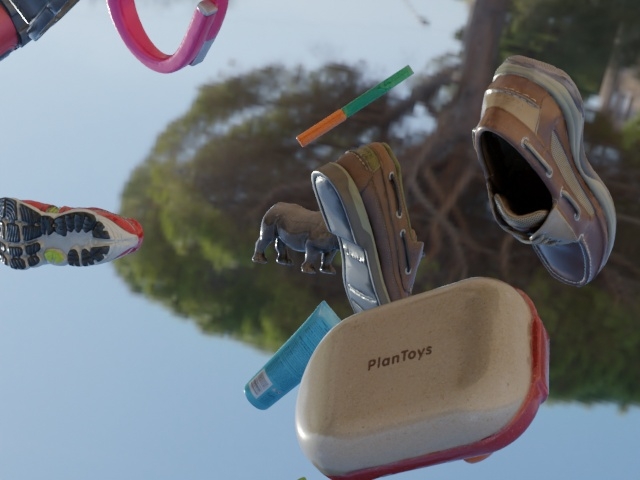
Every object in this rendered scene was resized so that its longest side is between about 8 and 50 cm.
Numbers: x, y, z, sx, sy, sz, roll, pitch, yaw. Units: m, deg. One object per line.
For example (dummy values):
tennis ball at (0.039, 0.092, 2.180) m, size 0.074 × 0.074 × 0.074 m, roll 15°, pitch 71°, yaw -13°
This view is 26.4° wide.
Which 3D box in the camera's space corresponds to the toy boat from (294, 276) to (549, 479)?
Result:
toy boat at (0.096, 0.135, 1.124) m, size 0.231 × 0.151 × 0.151 m, roll -18°, pitch -135°, yaw 31°

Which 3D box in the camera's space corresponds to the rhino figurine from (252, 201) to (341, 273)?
rhino figurine at (0.000, 0.000, 2.207) m, size 0.243 × 0.106 × 0.073 m, roll 10°, pitch -173°, yaw 34°

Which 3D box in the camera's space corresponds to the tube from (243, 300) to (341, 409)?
tube at (-0.035, 0.181, 2.064) m, size 0.080 × 0.207 × 0.052 m, roll 47°, pitch -150°, yaw 1°

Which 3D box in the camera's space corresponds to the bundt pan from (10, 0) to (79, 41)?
bundt pan at (-0.130, -0.297, 0.948) m, size 0.124 × 0.331 × 0.331 m, roll 45°, pitch -166°, yaw -13°

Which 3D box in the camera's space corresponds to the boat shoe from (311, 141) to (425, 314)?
boat shoe at (0.086, 0.021, 1.726) m, size 0.104 × 0.307 × 0.111 m, roll -30°, pitch -143°, yaw -19°

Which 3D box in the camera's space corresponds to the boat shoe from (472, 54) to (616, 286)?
boat shoe at (0.233, -0.053, 1.486) m, size 0.123 × 0.324 × 0.116 m, roll 16°, pitch -122°, yaw 39°

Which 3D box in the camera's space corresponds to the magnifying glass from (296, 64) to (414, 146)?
magnifying glass at (0.060, -0.232, 2.338) m, size 0.026 × 0.231 × 0.092 m, roll 55°, pitch 178°, yaw -4°

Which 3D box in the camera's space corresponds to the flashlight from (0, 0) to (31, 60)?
flashlight at (-0.427, -0.183, 1.419) m, size 0.304 × 0.103 × 0.103 m, roll -39°, pitch -129°, yaw -23°

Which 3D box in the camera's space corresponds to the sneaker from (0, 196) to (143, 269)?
sneaker at (-0.380, -0.007, 2.027) m, size 0.279 × 0.107 × 0.118 m, roll 9°, pitch -170°, yaw 34°

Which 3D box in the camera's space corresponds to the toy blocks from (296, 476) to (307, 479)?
toy blocks at (-0.040, 0.445, 1.367) m, size 0.261 × 0.190 × 0.381 m, roll -20°, pitch -119°, yaw -23°

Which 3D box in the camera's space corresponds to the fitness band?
fitness band at (-0.240, -0.379, 2.076) m, size 0.054 × 0.291 × 0.209 m, roll -35°, pitch -101°, yaw -36°
